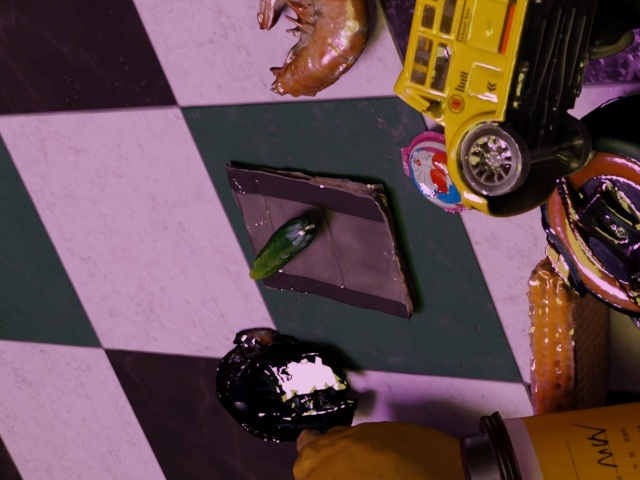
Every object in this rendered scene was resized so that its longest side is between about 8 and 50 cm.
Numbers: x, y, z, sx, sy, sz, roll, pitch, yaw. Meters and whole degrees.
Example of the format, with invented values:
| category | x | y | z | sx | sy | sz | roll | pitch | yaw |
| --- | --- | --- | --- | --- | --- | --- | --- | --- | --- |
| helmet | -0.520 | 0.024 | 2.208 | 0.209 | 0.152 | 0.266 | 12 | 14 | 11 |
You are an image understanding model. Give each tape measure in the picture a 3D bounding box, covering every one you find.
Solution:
| category | x | y | z | sx | sy | sz | roll | pitch | yaw |
| --- | --- | --- | --- | --- | --- | --- | --- | --- | --- |
| tape measure | 0.302 | -0.022 | 1.698 | 0.223 | 0.135 | 0.202 | 43 | 141 | 10 |

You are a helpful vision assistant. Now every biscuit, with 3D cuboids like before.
| category | x | y | z | sx | sy | sz | roll | pitch | yaw |
| --- | --- | --- | --- | --- | --- | --- | --- | --- | --- |
| biscuit | 0.257 | 0.159 | 1.935 | 0.054 | 0.094 | 0.379 | 16 | 133 | 27 |

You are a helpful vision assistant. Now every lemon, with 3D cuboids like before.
| category | x | y | z | sx | sy | sz | roll | pitch | yaw |
| --- | --- | --- | --- | --- | --- | --- | --- | --- | --- |
| lemon | 0.108 | 0.344 | 2.093 | 0.316 | 0.285 | 0.285 | 26 | 144 | -13 |

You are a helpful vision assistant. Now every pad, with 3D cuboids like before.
| category | x | y | z | sx | sy | sz | roll | pitch | yaw |
| --- | --- | --- | --- | --- | --- | --- | --- | --- | --- |
| pad | 0.000 | 0.000 | 2.106 | 0.233 | 0.022 | 0.174 | 10 | 129 | 41 |

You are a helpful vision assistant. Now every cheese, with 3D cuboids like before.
| category | x | y | z | sx | sy | sz | roll | pitch | yaw |
| --- | --- | --- | --- | --- | --- | --- | --- | --- | --- |
| cheese | 0.141 | -0.063 | 1.898 | 0.145 | 0.038 | 0.095 | 18 | 133 | 35 |

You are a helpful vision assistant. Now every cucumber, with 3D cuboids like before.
| category | x | y | z | sx | sy | sz | roll | pitch | yaw |
| --- | --- | --- | --- | --- | --- | --- | --- | --- | --- |
| cucumber | -0.039 | 0.004 | 2.101 | 0.039 | 0.039 | 0.168 | 48 | 147 | 1 |

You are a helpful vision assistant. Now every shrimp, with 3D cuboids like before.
| category | x | y | z | sx | sy | sz | roll | pitch | yaw |
| --- | --- | --- | --- | --- | --- | --- | --- | --- | --- |
| shrimp | -0.012 | -0.217 | 1.919 | 0.187 | 0.051 | 0.132 | -46 | 68 | 47 |

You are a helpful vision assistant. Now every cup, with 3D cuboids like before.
| category | x | y | z | sx | sy | sz | roll | pitch | yaw |
| --- | --- | --- | --- | --- | --- | --- | --- | --- | --- |
| cup | 0.276 | 0.239 | 1.825 | 0.196 | 0.279 | 0.196 | 166 | 90 | -89 |

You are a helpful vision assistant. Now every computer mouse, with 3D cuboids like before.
| category | x | y | z | sx | sy | sz | roll | pitch | yaw |
| --- | --- | --- | --- | --- | --- | --- | --- | --- | --- |
| computer mouse | -0.051 | 0.185 | 2.269 | 0.241 | 0.077 | 0.146 | -4 | 120 | 46 |

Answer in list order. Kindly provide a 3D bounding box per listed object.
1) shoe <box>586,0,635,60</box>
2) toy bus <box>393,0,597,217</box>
| category | x | y | z | sx | sy | sz | roll | pitch | yaw |
| --- | --- | --- | --- | --- | --- | --- | --- | --- | --- |
| shoe | 0.206 | -0.228 | 1.674 | 0.169 | 0.071 | 0.099 | 29 | 131 | 24 |
| toy bus | 0.158 | -0.191 | 1.591 | 0.152 | 0.144 | 0.330 | 19 | 108 | 29 |
